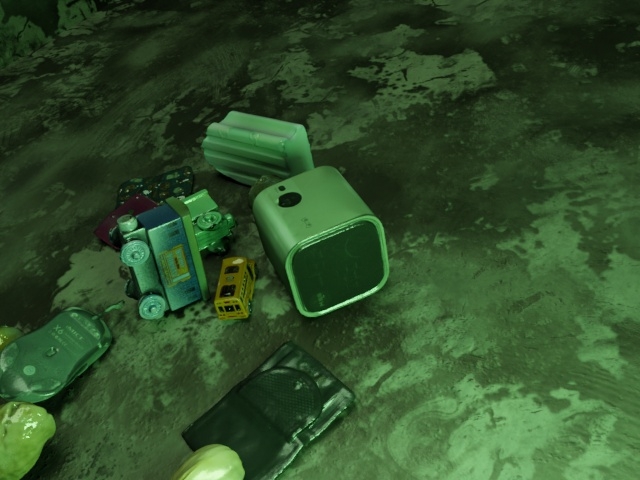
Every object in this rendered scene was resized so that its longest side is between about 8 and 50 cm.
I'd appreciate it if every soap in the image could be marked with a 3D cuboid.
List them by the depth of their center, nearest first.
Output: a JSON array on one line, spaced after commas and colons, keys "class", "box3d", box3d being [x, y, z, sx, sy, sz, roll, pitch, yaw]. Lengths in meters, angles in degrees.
[{"class": "soap", "box3d": [-0.197, -0.267, 2.057, 0.346, 0.208, 0.115, 17, 47, 32]}]

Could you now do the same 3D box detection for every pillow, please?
[{"class": "pillow", "box3d": [-0.525, -0.155, 2.161, 0.255, 0.034, 0.189, -14, 39, 3]}]

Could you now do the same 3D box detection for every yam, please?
[{"class": "yam", "box3d": [-0.090, -0.094, 1.883, 0.154, 0.154, 0.254, -38, 49, -26]}]

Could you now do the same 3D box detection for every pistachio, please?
[{"class": "pistachio", "box3d": [-0.236, 0.468, 1.283, 0.200, 0.145, 0.117, -41, 47, -12]}]

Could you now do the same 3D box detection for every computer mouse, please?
[{"class": "computer mouse", "box3d": [-0.618, 0.262, 1.660, 0.167, 0.090, 0.379, 42, 46, 7]}]

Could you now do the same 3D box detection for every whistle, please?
[{"class": "whistle", "box3d": [-0.811, 0.278, 1.688, 0.222, 0.123, 0.123, -3, 41, 23]}]

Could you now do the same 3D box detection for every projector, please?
[{"class": "projector", "box3d": [0.000, 0.000, 1.666, 0.248, 0.248, 0.249, -23, 41, -11]}]

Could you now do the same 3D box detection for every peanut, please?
[{"class": "peanut", "box3d": [-0.718, 0.448, 1.434, 0.339, 0.158, 0.174, -14, 79, -5]}]

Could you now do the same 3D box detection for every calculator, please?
[{"class": "calculator", "box3d": [-0.576, -0.062, 2.040, 0.126, 0.034, 0.190, 27, 62, 29]}]

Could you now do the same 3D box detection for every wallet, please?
[{"class": "wallet", "box3d": [-0.108, 0.370, 1.441, 0.323, 0.041, 0.247, -40, 45, -20]}]

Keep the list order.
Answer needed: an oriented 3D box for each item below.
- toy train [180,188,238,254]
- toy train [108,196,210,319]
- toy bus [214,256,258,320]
[{"class": "toy train", "box3d": [-0.385, -0.016, 1.894, 0.300, 0.120, 0.202, -28, 40, -16]}, {"class": "toy train", "box3d": [-0.392, 0.054, 1.688, 0.201, 0.300, 0.131, -24, 39, -23]}, {"class": "toy bus", "box3d": [-0.214, 0.108, 1.728, 0.083, 0.088, 0.195, -7, 41, 9]}]
